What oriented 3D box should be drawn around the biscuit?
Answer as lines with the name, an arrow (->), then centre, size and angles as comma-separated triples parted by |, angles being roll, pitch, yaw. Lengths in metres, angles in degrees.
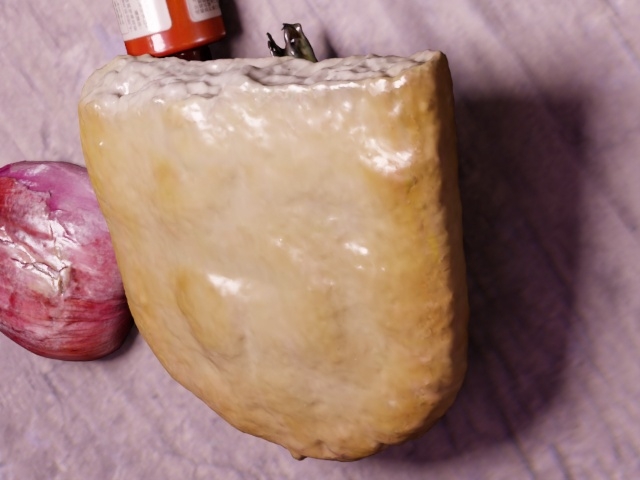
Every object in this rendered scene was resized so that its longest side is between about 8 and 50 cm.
biscuit -> -0.051, 0.015, 1.663 | 0.429, 0.104, 0.446 | 9, 119, 32

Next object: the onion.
onion -> -0.333, 0.021, 1.924 | 0.283, 0.120, 0.227 | 17, 108, 26

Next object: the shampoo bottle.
shampoo bottle -> -0.158, -0.247, 1.743 | 0.104, 0.104, 0.278 | -9, 100, 32

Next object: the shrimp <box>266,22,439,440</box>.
shrimp -> 0.000, 0.000, 1.750 | 0.272, 0.085, 0.445 | -4, 107, 37
